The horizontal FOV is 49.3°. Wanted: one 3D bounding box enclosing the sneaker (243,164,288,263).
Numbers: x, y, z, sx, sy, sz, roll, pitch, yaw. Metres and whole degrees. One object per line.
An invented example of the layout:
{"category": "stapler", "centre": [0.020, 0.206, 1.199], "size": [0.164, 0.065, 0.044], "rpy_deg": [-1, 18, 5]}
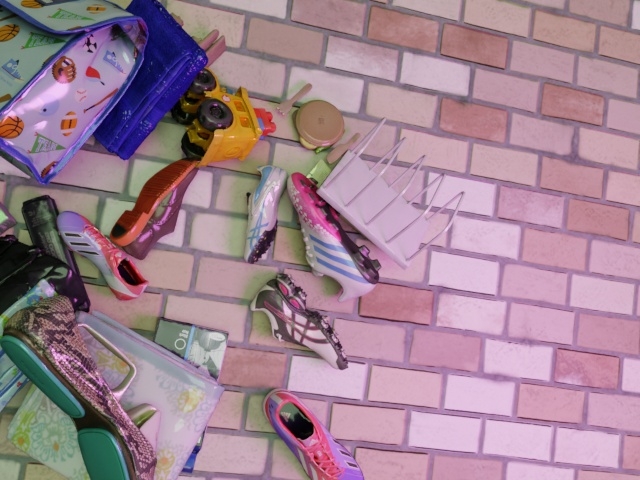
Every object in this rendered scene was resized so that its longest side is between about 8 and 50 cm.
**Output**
{"category": "sneaker", "centre": [-0.142, -0.062, 1.639], "size": [0.086, 0.085, 0.237], "rpy_deg": [14, 85, 15]}

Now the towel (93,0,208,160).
{"category": "towel", "centre": [-0.411, -0.357, 1.513], "size": [0.308, 0.076, 0.227], "rpy_deg": [-45, 82, 16]}

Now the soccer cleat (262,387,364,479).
{"category": "soccer cleat", "centre": [-0.011, 0.473, 1.593], "size": [0.109, 0.116, 0.318], "rpy_deg": [-40, 94, -13]}

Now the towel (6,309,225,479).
{"category": "towel", "centre": [-0.435, 0.359, 1.473], "size": [0.375, 0.090, 0.320], "rpy_deg": [28, 86, 7]}

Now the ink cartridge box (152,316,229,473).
{"category": "ink cartridge box", "centre": [-0.322, 0.349, 1.563], "size": [0.166, 0.065, 0.332], "rpy_deg": [13, 83, -12]}

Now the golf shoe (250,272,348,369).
{"category": "golf shoe", "centre": [-0.043, 0.207, 1.632], "size": [0.120, 0.105, 0.273], "rpy_deg": [-40, 88, 2]}

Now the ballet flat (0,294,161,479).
{"category": "ballet flat", "centre": [-0.411, 0.314, 1.332], "size": [0.182, 0.164, 0.482], "rpy_deg": [-41, 113, -44]}

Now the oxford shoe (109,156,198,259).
{"category": "oxford shoe", "centre": [-0.361, -0.077, 1.593], "size": [0.271, 0.097, 0.098], "rpy_deg": [-53, 131, -19]}

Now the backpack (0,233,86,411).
{"category": "backpack", "centre": [-0.667, 0.192, 1.378], "size": [0.355, 0.290, 0.273], "rpy_deg": [-44, 134, -37]}

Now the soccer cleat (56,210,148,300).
{"category": "soccer cleat", "centre": [-0.474, 0.025, 1.531], "size": [0.248, 0.095, 0.083], "rpy_deg": [53, 40, -8]}

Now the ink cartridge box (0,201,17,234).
{"category": "ink cartridge box", "centre": [-0.787, -0.036, 1.475], "size": [0.212, 0.093, 0.154], "rpy_deg": [-39, 95, -11]}

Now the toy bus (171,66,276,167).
{"category": "toy bus", "centre": [-0.216, -0.292, 1.605], "size": [0.212, 0.149, 0.220], "rpy_deg": [-9, 67, -33]}

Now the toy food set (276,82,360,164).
{"category": "toy food set", "centre": [-0.006, -0.283, 1.710], "size": [0.132, 0.038, 0.192], "rpy_deg": [-43, 90, -20]}

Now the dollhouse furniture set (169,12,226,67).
{"category": "dollhouse furniture set", "centre": [-0.318, -0.485, 1.611], "size": [0.151, 0.144, 0.123], "rpy_deg": [39, 73, 8]}

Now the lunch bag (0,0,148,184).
{"category": "lunch bag", "centre": [-0.582, -0.366, 1.423], "size": [0.328, 0.239, 0.385], "rpy_deg": [31, 74, 27]}

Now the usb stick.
{"category": "usb stick", "centre": [-0.584, 0.038, 1.539], "size": [0.077, 0.045, 0.277], "rpy_deg": [-19, 90, -7]}

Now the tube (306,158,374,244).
{"category": "tube", "centre": [0.064, -0.087, 1.695], "size": [0.240, 0.062, 0.070], "rpy_deg": [39, 49, -3]}

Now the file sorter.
{"category": "file sorter", "centre": [0.174, -0.115, 1.622], "size": [0.278, 0.173, 0.193], "rpy_deg": [42, 43, -7]}

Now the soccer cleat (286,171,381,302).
{"category": "soccer cleat", "centre": [0.000, 0.000, 1.637], "size": [0.143, 0.116, 0.331], "rpy_deg": [-37, 89, 24]}
